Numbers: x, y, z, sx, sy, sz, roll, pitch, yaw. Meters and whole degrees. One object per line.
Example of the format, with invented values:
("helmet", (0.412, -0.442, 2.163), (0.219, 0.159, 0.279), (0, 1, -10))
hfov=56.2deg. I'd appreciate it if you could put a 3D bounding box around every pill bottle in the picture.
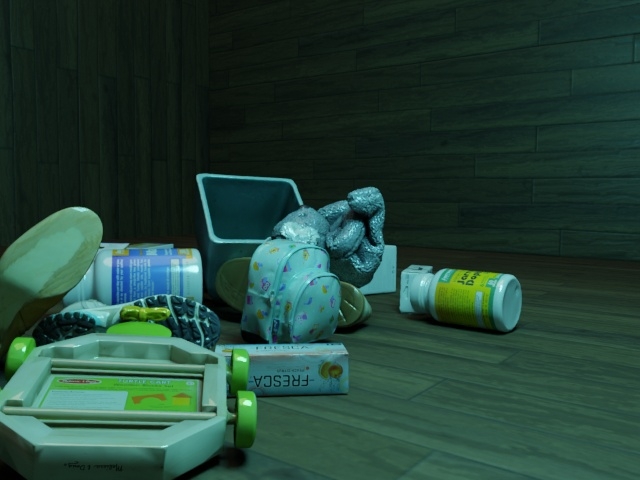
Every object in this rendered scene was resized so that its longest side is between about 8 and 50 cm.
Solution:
("pill bottle", (0.298, 0.119, 1.249), (0.208, 0.117, 0.118), (4, 5, 39))
("pill bottle", (-0.393, 0.093, 1.264), (0.272, 0.152, 0.152), (0, 4, -18))

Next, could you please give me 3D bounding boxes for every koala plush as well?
("koala plush", (0.000, 0.000, 1.235), (0.221, 0.203, 0.196), (1, -10, -25))

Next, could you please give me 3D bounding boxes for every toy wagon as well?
("toy wagon", (-0.215, 0.157, 0.681), (0.267, 0.068, 0.344), (5, 10, -11))

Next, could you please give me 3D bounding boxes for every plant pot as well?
("plant pot", (-0.181, 0.015, 1.451), (0.248, 0.252, 0.247), (1, 41, -23))

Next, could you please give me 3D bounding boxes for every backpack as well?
("backpack", (-0.050, 0.093, 1.066), (0.144, 0.188, 0.166), (4, 5, 37))

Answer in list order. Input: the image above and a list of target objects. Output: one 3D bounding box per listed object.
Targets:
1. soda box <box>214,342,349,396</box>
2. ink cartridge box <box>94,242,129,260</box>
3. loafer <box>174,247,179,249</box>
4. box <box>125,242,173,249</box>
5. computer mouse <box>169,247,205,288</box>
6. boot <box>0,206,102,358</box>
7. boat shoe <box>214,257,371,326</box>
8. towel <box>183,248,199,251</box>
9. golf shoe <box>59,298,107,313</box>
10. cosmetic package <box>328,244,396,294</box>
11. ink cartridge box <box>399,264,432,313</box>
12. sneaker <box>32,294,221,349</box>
("soda box", (-0.055, 0.176, 0.822), (0.183, 0.058, 0.063), (1, 4, -7))
("ink cartridge box", (-0.696, 0.070, 1.757), (0.206, 0.045, 0.208), (2, 29, 19))
("loafer", (-0.406, 0.078, 1.823), (0.095, 0.109, 0.302), (5, 1, -19))
("box", (-0.565, 0.067, 1.905), (0.114, 0.103, 0.203), (2, 4, 13))
("computer mouse", (-0.399, 0.082, 1.560), (0.188, 0.072, 0.272), (-40, 33, -28))
("boot", (-0.456, 0.068, 0.919), (0.104, 0.295, 0.211), (41, -14, -22))
("boat shoe", (-0.062, 0.121, 1.258), (0.341, 0.121, 0.110), (13, -9, 22))
("towel", (-0.226, 0.074, 1.724), (0.209, 0.034, 0.285), (24, 7, 34))
("golf shoe", (-0.411, 0.151, 1.089), (0.176, 0.069, 0.086), (1, 10, 12))
("cosmetic package", (0.057, 0.075, 1.690), (0.225, 0.138, 0.224), (-4, 6, -36))
("ink cartridge box", (0.229, 0.115, 1.423), (0.056, 0.099, 0.135), (3, 6, 17))
("sneaker", (-0.307, 0.139, 0.977), (0.283, 0.110, 0.122), (0, 1, -13))
